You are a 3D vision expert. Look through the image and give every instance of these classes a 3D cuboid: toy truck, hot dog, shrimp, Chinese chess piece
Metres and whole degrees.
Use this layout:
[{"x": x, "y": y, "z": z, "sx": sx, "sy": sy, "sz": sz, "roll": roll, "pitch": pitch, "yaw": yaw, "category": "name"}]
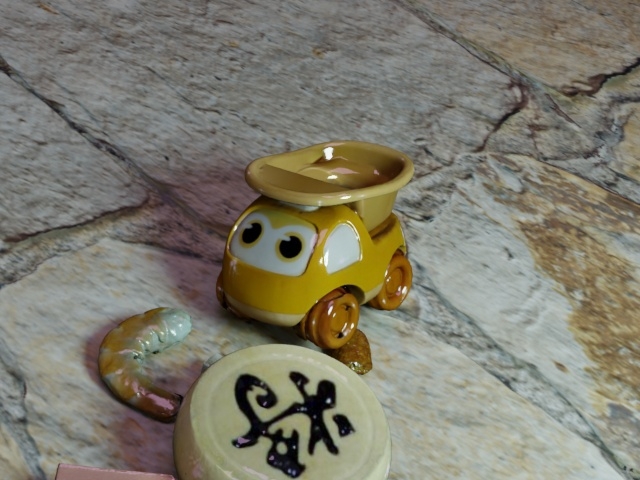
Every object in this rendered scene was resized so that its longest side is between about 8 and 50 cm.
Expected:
[{"x": 0.000, "y": 0.000, "z": 1.883, "sx": 0.204, "sy": 0.212, "sz": 0.288, "roll": 18, "pitch": 31, "yaw": 36, "category": "toy truck"}, {"x": 0.041, "y": 0.150, "z": 1.861, "sx": 0.058, "sy": 0.035, "sz": 0.083, "roll": 5, "pitch": 35, "yaw": -9, "category": "hot dog"}, {"x": -0.197, "y": 0.154, "z": 1.784, "sx": 0.161, "sy": 0.049, "sz": 0.166, "roll": -24, "pitch": 50, "yaw": -35, "category": "shrimp"}, {"x": -0.044, "y": 0.239, "z": 1.642, "sx": 0.257, "sy": 0.104, "sz": 0.257, "roll": 9, "pitch": 42, "yaw": -8, "category": "Chinese chess piece"}]

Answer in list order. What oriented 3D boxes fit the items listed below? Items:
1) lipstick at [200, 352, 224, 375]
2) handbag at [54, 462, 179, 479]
[{"x": -0.092, "y": 0.191, "z": 1.775, "sx": 0.129, "sy": 0.030, "sz": 0.030, "roll": 32, "pitch": 40, "yaw": 19, "category": "lipstick"}, {"x": -0.232, "y": 0.337, "z": 1.518, "sx": 0.157, "sy": 0.059, "sz": 0.212, "roll": 8, "pitch": 35, "yaw": -7, "category": "handbag"}]
